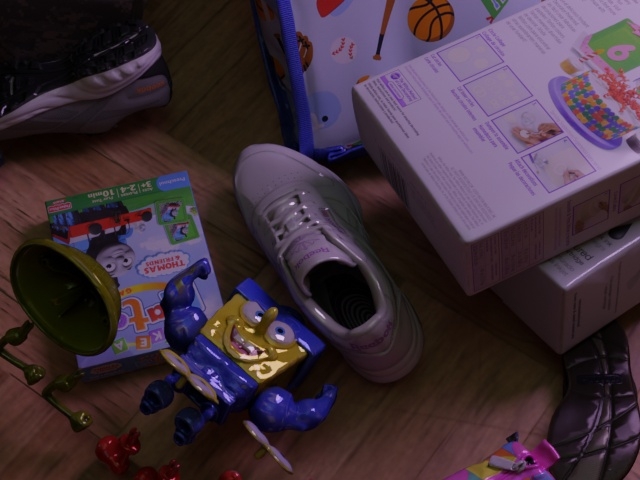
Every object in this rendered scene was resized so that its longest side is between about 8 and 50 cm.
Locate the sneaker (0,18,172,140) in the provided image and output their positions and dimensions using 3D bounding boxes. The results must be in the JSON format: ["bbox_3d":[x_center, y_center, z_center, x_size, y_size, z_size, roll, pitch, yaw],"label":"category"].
[{"bbox_3d":[-0.294,-0.152,1.434,0.271,0.108,0.100,-16,45,10],"label":"sneaker"}]

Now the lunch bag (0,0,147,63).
[{"bbox_3d":[-0.331,-0.353,1.500,0.235,0.169,0.287,3,55,-17],"label":"lunch bag"}]

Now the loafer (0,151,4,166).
[{"bbox_3d":[-0.413,-0.017,1.369,0.078,0.076,0.223,47,55,-15],"label":"loafer"}]

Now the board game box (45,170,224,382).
[{"bbox_3d":[-0.195,0.035,1.350,0.160,0.039,0.211,-13,60,-9],"label":"board game box"}]

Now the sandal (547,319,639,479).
[{"bbox_3d":[0.270,0.168,1.263,0.090,0.060,0.219,-2,42,10],"label":"sandal"}]

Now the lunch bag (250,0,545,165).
[{"bbox_3d":[0.082,-0.299,1.436,0.328,0.239,0.385,-14,91,-7],"label":"lunch bag"}]

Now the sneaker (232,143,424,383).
[{"bbox_3d":[0.000,0.000,1.301,0.114,0.152,0.305,-38,63,2],"label":"sneaker"}]

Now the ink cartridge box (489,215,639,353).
[{"bbox_3d":[0.292,-0.039,1.339,0.273,0.114,0.197,-30,52,-19],"label":"ink cartridge box"}]

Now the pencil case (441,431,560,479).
[{"bbox_3d":[0.114,0.268,1.173,0.236,0.104,0.104,-26,62,-15],"label":"pencil case"}]

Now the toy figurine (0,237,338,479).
[{"bbox_3d":[-0.112,0.116,1.243,0.362,0.191,0.217,39,43,14],"label":"toy figurine"}]

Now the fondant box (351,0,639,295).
[{"bbox_3d":[0.231,-0.117,1.269,0.330,0.096,0.238,-25,53,-8],"label":"fondant box"}]
